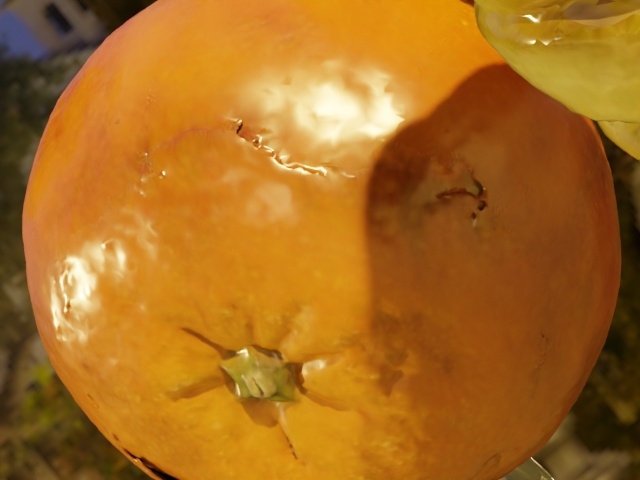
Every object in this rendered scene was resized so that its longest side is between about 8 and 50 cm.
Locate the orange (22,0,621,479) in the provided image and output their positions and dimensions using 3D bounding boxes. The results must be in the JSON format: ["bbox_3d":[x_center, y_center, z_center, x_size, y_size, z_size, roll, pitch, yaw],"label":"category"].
[{"bbox_3d":[0.000,0.000,0.892,0.284,0.284,0.226,-41,17,31],"label":"orange"}]

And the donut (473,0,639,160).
[{"bbox_3d":[0.175,-0.164,0.463,0.360,0.360,0.170,-40,-19,27],"label":"donut"}]

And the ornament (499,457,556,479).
[{"bbox_3d":[0.114,0.197,1.268,0.130,0.120,0.285,-57,5,-11],"label":"ornament"}]
